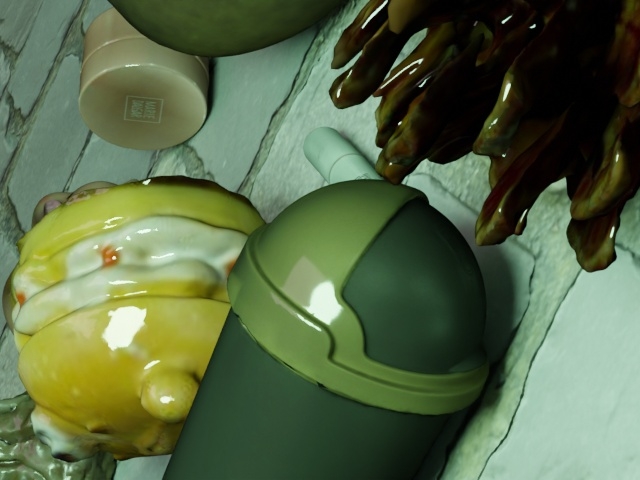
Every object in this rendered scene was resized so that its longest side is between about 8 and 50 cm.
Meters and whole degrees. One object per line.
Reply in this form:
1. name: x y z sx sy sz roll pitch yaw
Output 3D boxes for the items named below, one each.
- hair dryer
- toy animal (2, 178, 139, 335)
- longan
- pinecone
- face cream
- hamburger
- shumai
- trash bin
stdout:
1. hair dryer: -0.003 -0.001 1.613 0.183 0.044 0.155 -65 25 15
2. toy animal: -0.292 0.043 2.004 0.248 0.149 0.165 -51 45 19
3. longan: -0.087 -0.341 1.715 0.319 0.319 0.318 -41 38 43
4. pinecone: 0.166 -0.168 1.097 0.398 0.398 0.397 -41 38 43
5. face cream: -0.203 -0.190 1.988 0.149 0.149 0.104 -43 36 41
6. hamburger: -0.158 0.097 1.610 0.276 0.276 0.236 -39 50 45
7. shumai: -0.327 0.219 1.893 0.184 0.185 0.218 -2 70 61
8. trash bin: 0.008 0.110 1.330 0.333 0.214 0.214 -66 27 19
